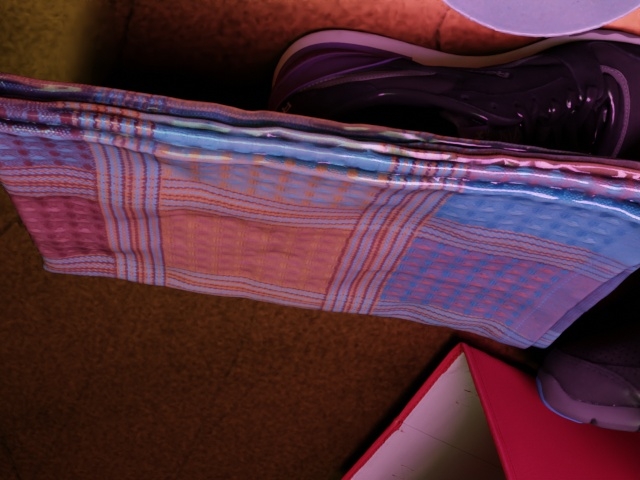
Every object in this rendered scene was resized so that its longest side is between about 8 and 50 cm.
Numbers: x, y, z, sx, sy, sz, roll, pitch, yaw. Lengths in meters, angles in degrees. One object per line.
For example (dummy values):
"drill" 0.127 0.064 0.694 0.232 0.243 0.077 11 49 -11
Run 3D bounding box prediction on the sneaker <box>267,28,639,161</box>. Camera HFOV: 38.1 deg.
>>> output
"sneaker" 0.109 -0.061 0.562 0.283 0.124 0.107 0 117 0

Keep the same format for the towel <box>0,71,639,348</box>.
"towel" 0.000 0.000 0.561 0.370 0.040 0.271 8 159 -4

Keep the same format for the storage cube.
"storage cube" 0.144 0.228 0.679 0.193 0.215 0.183 26 116 -20

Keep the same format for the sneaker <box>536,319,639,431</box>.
"sneaker" 0.312 0.040 0.642 0.341 0.125 0.139 -16 94 9

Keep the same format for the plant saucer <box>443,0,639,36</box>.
"plant saucer" 0.134 -0.215 0.527 0.195 0.037 0.195 1 119 1
